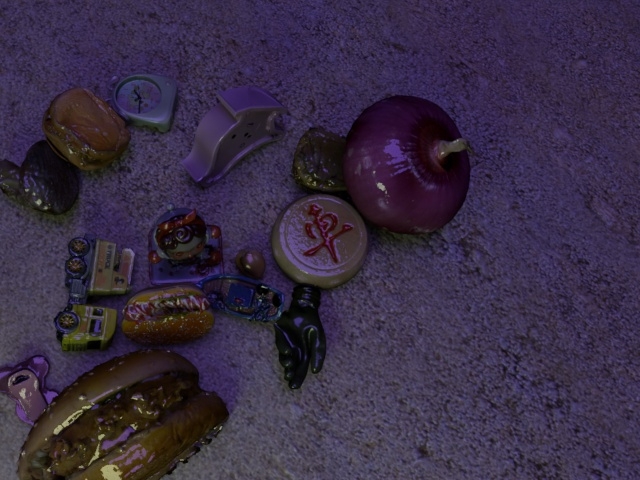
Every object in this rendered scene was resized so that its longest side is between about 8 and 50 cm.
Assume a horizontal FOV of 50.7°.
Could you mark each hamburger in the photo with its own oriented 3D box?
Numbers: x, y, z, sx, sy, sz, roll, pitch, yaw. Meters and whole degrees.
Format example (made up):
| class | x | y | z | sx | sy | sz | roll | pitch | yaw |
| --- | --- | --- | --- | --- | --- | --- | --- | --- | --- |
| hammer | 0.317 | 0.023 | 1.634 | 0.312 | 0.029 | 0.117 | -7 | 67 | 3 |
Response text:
| class | x | y | z | sx | sy | sz | roll | pitch | yaw |
| --- | --- | --- | --- | --- | --- | --- | --- | --- | --- |
| hamburger | 0.018 | -0.199 | 1.795 | 0.206 | 0.130 | 0.183 | 18 | 67 | -21 |
| hamburger | -0.421 | 0.385 | 1.395 | 0.445 | 0.287 | 0.268 | -31 | 74 | -21 |
| hamburger | -0.351 | 0.174 | 1.551 | 0.210 | 0.173 | 0.116 | -8 | 45 | -13 |
| hamburger | -0.587 | -0.282 | 1.694 | 0.214 | 0.108 | 0.213 | 26 | 40 | -25 |

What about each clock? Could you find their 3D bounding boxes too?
| class | x | y | z | sx | sy | sz | roll | pitch | yaw |
| --- | --- | --- | --- | --- | --- | --- | --- | --- | --- |
| clock | -0.484 | -0.376 | 1.811 | 0.191 | 0.062 | 0.151 | 9 | 68 | -4 |
| clock | -0.209 | -0.273 | 1.756 | 0.080 | 0.275 | 0.290 | 48 | 33 | 14 |

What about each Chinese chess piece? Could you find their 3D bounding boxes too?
| class | x | y | z | sx | sy | sz | roll | pitch | yaw |
| --- | --- | --- | --- | --- | --- | --- | --- | --- | --- |
| Chinese chess piece | 0.000 | 0.000 | 1.711 | 0.251 | 0.097 | 0.250 | 3 | 69 | -7 |

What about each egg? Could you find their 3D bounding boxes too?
| class | x | y | z | sx | sy | sz | roll | pitch | yaw |
| --- | --- | --- | --- | --- | --- | --- | --- | --- | --- |
| egg | -0.172 | 0.058 | 1.678 | 0.071 | 0.071 | 0.083 | -30 | 90 | -18 |

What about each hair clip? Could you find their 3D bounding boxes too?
| class | x | y | z | sx | sy | sz | roll | pitch | yaw |
| --- | --- | --- | --- | --- | --- | --- | --- | --- | --- |
| hair clip | -0.651 | 0.337 | 1.514 | 0.123 | 0.102 | 0.138 | -29 | 107 | -16 |

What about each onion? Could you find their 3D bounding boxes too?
| class | x | y | z | sx | sy | sz | roll | pitch | yaw |
| --- | --- | --- | --- | --- | --- | --- | --- | --- | --- |
| onion | 0.244 | -0.197 | 1.702 | 0.345 | 0.358 | 0.358 | -15 | 66 | 24 |

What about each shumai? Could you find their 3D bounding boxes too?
| class | x | y | z | sx | sy | sz | roll | pitch | yaw |
| --- | --- | --- | --- | --- | --- | --- | --- | --- | --- |
| shumai | -0.696 | -0.140 | 1.650 | 0.153 | 0.161 | 0.209 | -19 | 62 | 9 |

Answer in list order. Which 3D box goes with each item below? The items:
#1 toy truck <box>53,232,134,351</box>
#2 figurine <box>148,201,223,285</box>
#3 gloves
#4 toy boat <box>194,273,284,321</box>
| class | x | y | z | sx | sy | sz | roll | pitch | yaw |
| --- | --- | --- | --- | --- | --- | --- | --- | --- | --- |
| toy truck | -0.521 | 0.123 | 1.573 | 0.157 | 0.124 | 0.272 | 8 | 63 | -16 |
| figurine | -0.323 | -0.008 | 1.596 | 0.183 | 0.226 | 0.160 | -3 | 67 | -10 |
| gloves | -0.049 | 0.231 | 1.607 | 0.135 | 0.107 | 0.268 | 10 | 49 | 1 |
| toy boat | -0.195 | 0.135 | 1.611 | 0.223 | 0.097 | 0.100 | 13 | 89 | 8 |
